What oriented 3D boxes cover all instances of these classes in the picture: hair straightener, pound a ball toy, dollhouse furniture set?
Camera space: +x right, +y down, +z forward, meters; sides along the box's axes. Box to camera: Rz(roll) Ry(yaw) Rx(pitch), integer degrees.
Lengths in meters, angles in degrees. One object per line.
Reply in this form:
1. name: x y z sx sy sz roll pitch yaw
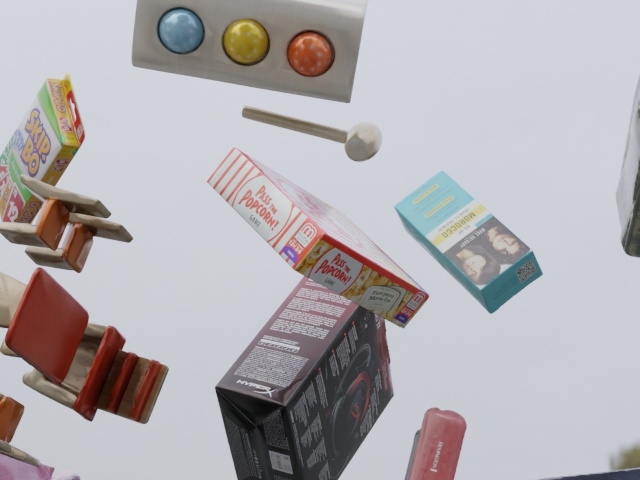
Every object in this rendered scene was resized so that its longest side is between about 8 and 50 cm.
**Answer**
1. hair straightener: 0.085 0.265 1.257 0.047 0.230 0.089 13 -34 -2
2. pound a ball toy: -0.068 -0.213 1.768 0.319 0.208 0.136 11 23 1
3. dollhouse furniture set: -0.259 0.105 1.466 0.135 0.262 0.259 16 -16 16

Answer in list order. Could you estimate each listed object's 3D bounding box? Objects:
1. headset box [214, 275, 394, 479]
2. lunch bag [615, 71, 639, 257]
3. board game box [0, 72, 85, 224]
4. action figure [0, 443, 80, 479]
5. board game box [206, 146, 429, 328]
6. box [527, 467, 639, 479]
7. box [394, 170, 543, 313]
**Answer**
1. headset box: -0.006 0.193 1.933 0.110 0.293 0.218 12 -48 27
2. lunch bag: 0.505 -0.149 1.906 0.212 0.256 0.305 -2 -30 4
3. board game box: -0.420 -0.125 2.130 0.039 0.124 0.259 5 -37 -38
4. action figure: -0.431 0.358 1.716 0.275 0.248 0.370 25 -7 -16
5. board game box: 0.000 0.000 1.343 0.147 0.045 0.193 44 9 36
6. box: 0.248 0.374 1.287 0.294 0.296 0.183 0 22 -37
7. box: 0.218 -0.001 2.156 0.100 0.244 0.060 -37 -46 -7
